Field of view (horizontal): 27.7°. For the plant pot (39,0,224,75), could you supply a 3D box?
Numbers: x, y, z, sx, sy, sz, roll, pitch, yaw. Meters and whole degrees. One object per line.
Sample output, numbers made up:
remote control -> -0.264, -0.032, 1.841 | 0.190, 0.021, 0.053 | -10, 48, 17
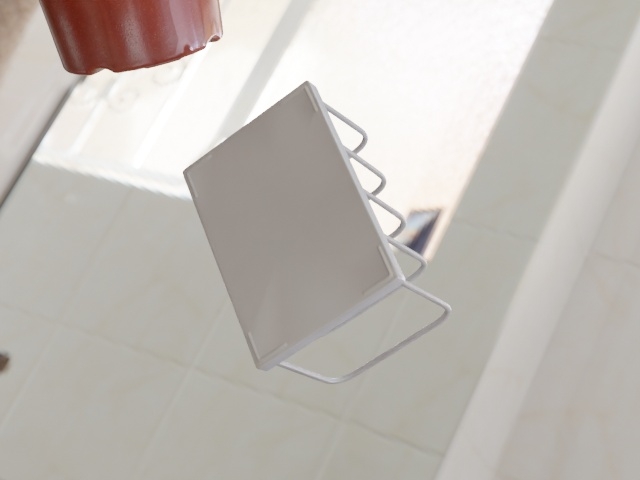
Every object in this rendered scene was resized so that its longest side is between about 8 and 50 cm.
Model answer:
plant pot -> -0.237, -0.348, 1.530 | 0.272, 0.272, 0.265 | 9, -61, 43

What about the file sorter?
file sorter -> 0.000, 0.000, 1.508 | 0.173, 0.193, 0.277 | 28, 34, -55
